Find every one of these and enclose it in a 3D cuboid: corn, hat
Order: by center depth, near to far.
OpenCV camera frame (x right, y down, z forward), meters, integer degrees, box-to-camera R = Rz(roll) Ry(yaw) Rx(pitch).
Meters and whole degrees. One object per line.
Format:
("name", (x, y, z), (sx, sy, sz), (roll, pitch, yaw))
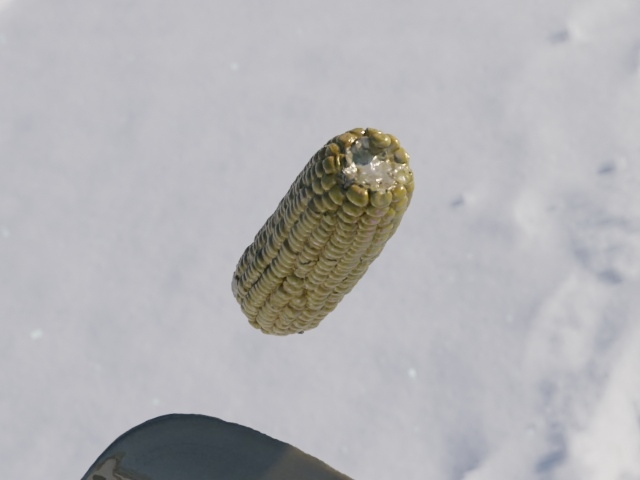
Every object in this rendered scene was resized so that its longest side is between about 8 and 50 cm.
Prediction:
("hat", (-0.043, 0.188, 0.897), (0.173, 0.166, 0.144), (8, 42, -19))
("corn", (0.000, 0.000, 1.190), (0.080, 0.080, 0.238), (-35, -7, -31))
